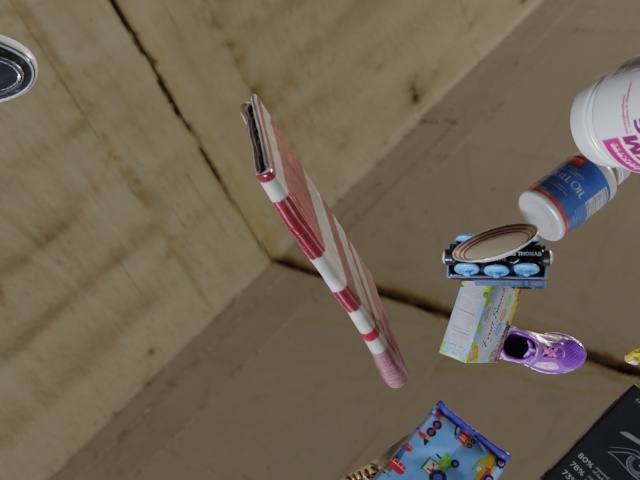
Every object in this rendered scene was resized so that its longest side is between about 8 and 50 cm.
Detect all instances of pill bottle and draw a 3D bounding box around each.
[{"bbox_3d":[0.453,-0.167,1.189,0.160,0.160,0.283,-35,-171,-13],"label":"pill bottle"},{"bbox_3d":[0.528,-0.107,1.912,0.222,0.124,0.124,-36,-152,-18],"label":"pill bottle"}]

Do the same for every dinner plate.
[{"bbox_3d":[0.278,0.007,1.470,0.141,0.017,0.141,-18,-164,5],"label":"dinner plate"}]

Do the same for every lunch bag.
[{"bbox_3d":[0.165,0.403,1.436,0.138,0.293,0.221,38,-105,20],"label":"lunch bag"}]

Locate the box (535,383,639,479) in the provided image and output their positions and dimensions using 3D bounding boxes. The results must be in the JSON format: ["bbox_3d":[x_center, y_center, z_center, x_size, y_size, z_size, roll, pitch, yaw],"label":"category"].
[{"bbox_3d":[0.387,0.317,1.206,0.207,0.108,0.153,-36,-110,-24],"label":"box"}]

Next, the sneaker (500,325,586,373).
[{"bbox_3d":[0.477,0.242,2.051,0.237,0.095,0.104,12,177,-3],"label":"sneaker"}]

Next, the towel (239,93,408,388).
[{"bbox_3d":[0.000,0.000,1.114,0.037,0.329,0.237,-29,-151,7],"label":"towel"}]

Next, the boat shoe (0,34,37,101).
[{"bbox_3d":[-0.528,-0.223,1.233,0.301,0.108,0.102,2,-152,-27],"label":"boat shoe"}]

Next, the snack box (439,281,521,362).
[{"bbox_3d":[0.338,0.146,1.914,0.070,0.175,0.207,19,-86,33],"label":"snack box"}]

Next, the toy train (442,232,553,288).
[{"bbox_3d":[0.301,0.038,1.576,0.184,0.105,0.080,-1,-115,14],"label":"toy train"}]

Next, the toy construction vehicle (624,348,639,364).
[{"bbox_3d":[0.456,0.146,1.216,0.098,0.086,0.035,-38,-127,20],"label":"toy construction vehicle"}]

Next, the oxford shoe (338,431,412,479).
[{"bbox_3d":[0.114,0.549,2.012,0.141,0.146,0.397,26,-117,42],"label":"oxford shoe"}]
